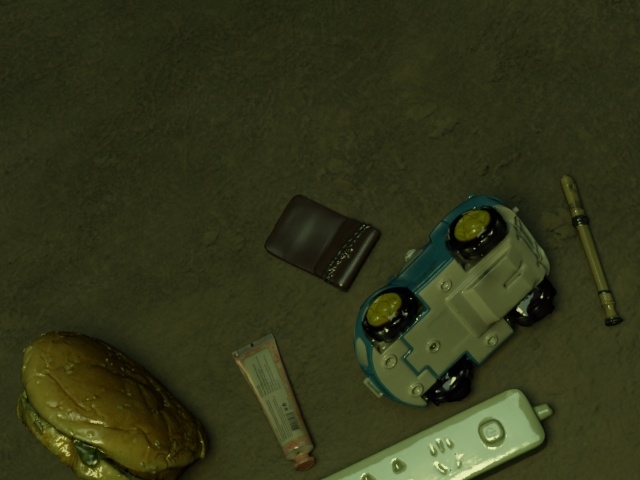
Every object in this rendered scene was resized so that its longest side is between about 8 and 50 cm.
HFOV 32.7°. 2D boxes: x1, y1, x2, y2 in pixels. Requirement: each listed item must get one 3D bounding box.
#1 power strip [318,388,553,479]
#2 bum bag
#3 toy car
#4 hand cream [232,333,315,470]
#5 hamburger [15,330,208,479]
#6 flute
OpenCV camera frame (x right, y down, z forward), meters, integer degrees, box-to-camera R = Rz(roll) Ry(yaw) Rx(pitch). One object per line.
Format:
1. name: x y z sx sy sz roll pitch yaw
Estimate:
1. power strip: 0.136 0.308 1.467 0.385 0.062 0.091 -27 68 4
2. bum bag: 0.000 0.000 1.644 0.159 0.026 0.109 25 78 22
3. toy car: 0.168 0.080 1.490 0.314 0.198 0.166 -44 32 -1
4. hand cream: -0.062 0.233 1.564 0.067 0.043 0.209 -27 59 1
5. hamburger: -0.284 0.238 1.493 0.285 0.265 0.134 35 87 22
6. flute: 0.380 0.011 1.539 0.027 0.027 0.233 -16 65 8
